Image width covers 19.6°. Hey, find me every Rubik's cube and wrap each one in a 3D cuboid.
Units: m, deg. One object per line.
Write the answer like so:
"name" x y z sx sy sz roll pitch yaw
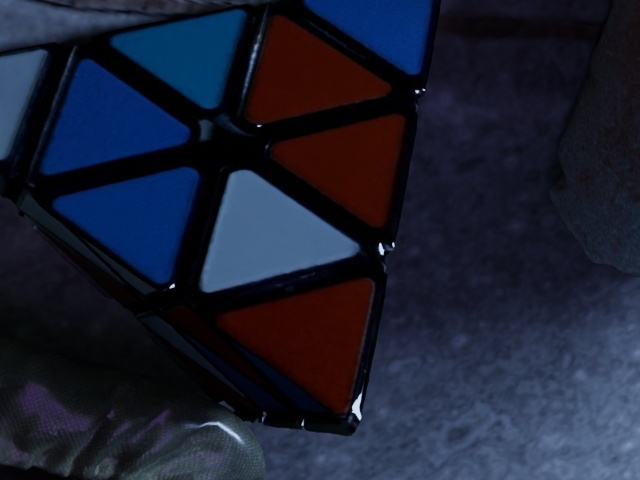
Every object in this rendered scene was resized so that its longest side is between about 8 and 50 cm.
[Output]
"Rubik's cube" 0.000 0.000 0.856 0.250 0.234 0.284 -35 126 1

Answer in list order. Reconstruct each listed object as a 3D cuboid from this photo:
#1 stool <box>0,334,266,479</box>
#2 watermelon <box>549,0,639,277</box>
"stool" -0.189 0.227 0.908 0.310 0.226 0.310 14 123 -26
"watermelon" 0.252 -0.036 0.960 0.232 0.193 0.310 -41 126 4
